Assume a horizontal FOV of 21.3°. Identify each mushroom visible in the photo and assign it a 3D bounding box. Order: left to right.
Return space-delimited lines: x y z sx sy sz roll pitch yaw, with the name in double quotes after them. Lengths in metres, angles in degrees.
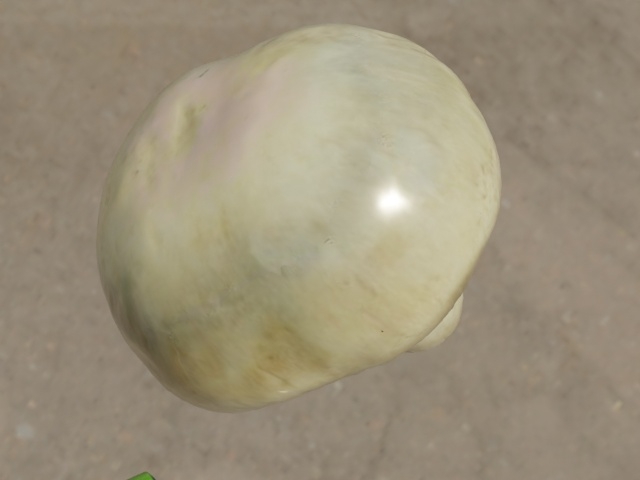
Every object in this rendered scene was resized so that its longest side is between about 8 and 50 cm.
0.000 0.000 1.035 0.234 0.254 0.260 41 0 -36 "mushroom"

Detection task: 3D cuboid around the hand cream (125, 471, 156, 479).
-0.101 0.104 0.505 0.122 0.023 0.036 -25 73 -17 "hand cream"
